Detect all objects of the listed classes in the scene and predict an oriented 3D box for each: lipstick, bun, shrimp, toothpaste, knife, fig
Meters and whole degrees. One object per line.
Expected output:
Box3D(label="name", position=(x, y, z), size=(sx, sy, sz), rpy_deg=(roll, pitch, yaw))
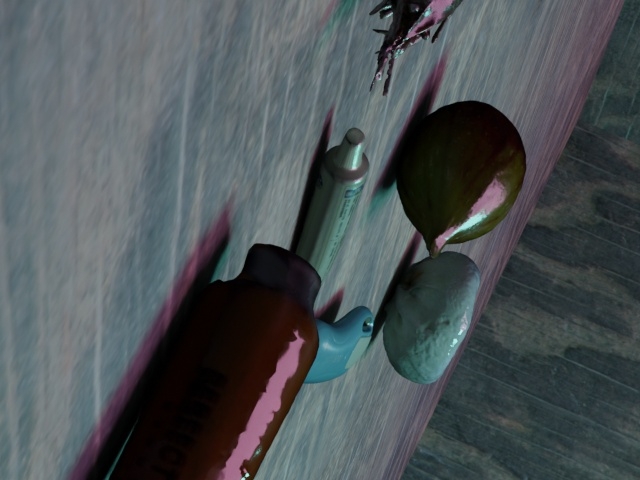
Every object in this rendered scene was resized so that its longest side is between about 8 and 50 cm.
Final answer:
Box3D(label="lipstick", position=(-0.104, 0.187, 0.796), size=(0.077, 0.077, 0.418), rpy_deg=(92, 22, -68))
Box3D(label="bun", position=(0.107, 0.073, 1.721), size=(0.141, 0.083, 0.141), rpy_deg=(-157, -90, -89))
Box3D(label="shrimp", position=(0.056, -0.145, 0.909), size=(0.165, 0.065, 0.056), rpy_deg=(-56, 136, -27))
Box3D(label="toothpaste", position=(0.000, 0.000, 1.062), size=(0.048, 0.029, 0.197), rpy_deg=(-55, 169, -40))
Box3D(label="knife", position=(0.004, 0.079, 1.293), size=(0.064, 0.031, 0.222), rpy_deg=(-62, 168, 5))
Box3D(label="fig", position=(0.106, -0.040, 1.342), size=(0.109, 0.103, 0.154), rpy_deg=(67, 35, -48))
